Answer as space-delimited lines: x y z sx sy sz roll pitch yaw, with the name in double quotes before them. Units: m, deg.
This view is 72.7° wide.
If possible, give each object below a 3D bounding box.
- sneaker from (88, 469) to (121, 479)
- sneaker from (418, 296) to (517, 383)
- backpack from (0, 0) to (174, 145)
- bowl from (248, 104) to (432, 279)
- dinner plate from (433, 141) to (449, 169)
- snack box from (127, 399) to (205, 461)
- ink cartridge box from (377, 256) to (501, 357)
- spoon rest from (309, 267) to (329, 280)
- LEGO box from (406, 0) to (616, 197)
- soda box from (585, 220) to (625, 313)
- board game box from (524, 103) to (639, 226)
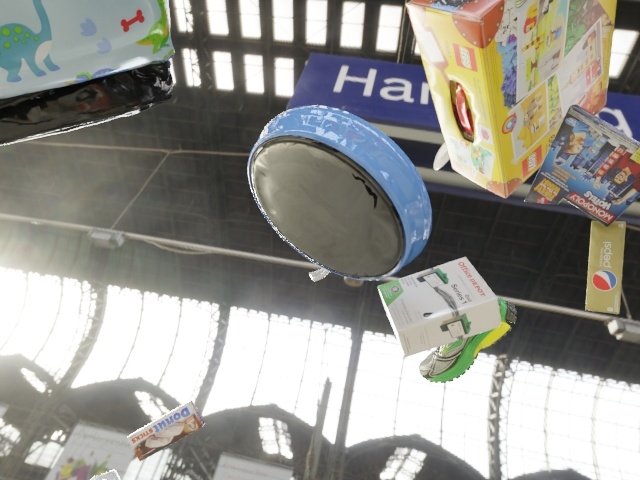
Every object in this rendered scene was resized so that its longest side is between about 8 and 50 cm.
"sneaker" -0.190 0.250 0.352 0.094 0.080 0.212 61 -32 9
"sneaker" 0.381 0.267 1.233 0.146 0.134 0.343 31 -63 -1
"backpack" -0.264 -0.261 0.337 0.274 0.290 0.355 21 -52 39
"bowl" 0.021 -0.071 0.857 0.392 0.077 0.391 27 -33 19
"dinner plate" 0.395 -0.285 1.364 0.017 0.141 0.141 31 -44 -8
"snack box" -0.351 0.432 0.989 0.178 0.022 0.064 -31 -95 9
"ink cartridge box" 0.259 0.143 0.967 0.220 0.160 0.092 -20 -57 2
"spoon rest" 0.000 0.000 1.471 0.084 0.137 0.276 -10 -64 -18
"LEGO box" 0.447 -0.404 0.976 0.372 0.193 0.500 -43 -42 -4
"soda box" 0.572 0.052 0.875 0.058 0.181 0.061 3 -2 33
"board game box" 0.506 -0.126 0.843 0.194 0.060 0.194 43 -52 20
